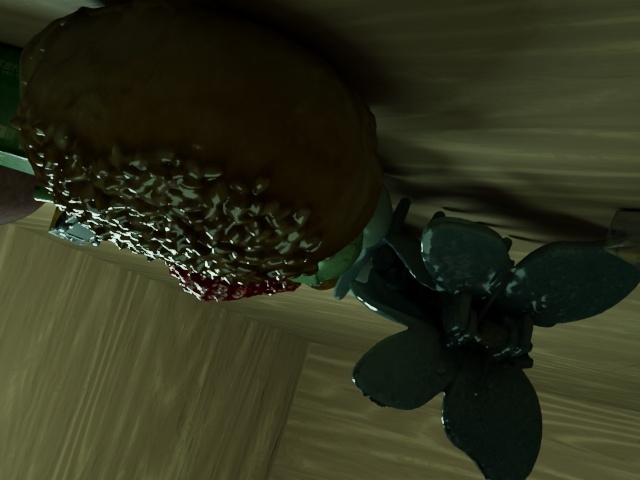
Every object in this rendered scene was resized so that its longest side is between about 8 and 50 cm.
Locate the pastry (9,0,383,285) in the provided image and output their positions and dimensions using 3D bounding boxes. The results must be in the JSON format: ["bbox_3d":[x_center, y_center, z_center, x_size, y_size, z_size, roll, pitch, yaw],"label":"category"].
[{"bbox_3d":[-0.132,-0.093,1.234,0.409,0.245,0.409,19,170,4],"label":"pastry"}]

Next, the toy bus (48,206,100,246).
[{"bbox_3d":[-0.419,-0.065,2.170,0.092,0.106,0.268,23,153,-26],"label":"toy bus"}]

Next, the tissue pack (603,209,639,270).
[{"bbox_3d":[0.430,0.016,1.400,0.148,0.060,0.109,26,168,-38],"label":"tissue pack"}]

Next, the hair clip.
[{"bbox_3d":[0.201,0.093,1.622,0.318,0.392,0.238,19,-163,-20],"label":"hair clip"}]

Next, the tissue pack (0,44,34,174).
[{"bbox_3d":[-0.392,-0.165,1.569,0.209,0.148,0.156,16,169,10],"label":"tissue pack"}]

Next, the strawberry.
[{"bbox_3d":[-0.137,0.052,1.826,0.236,0.111,0.190,16,163,-4],"label":"strawberry"}]

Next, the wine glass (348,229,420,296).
[{"bbox_3d":[0.157,0.064,1.925,0.321,0.143,0.143,24,169,-29],"label":"wine glass"}]

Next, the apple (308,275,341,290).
[{"bbox_3d":[-0.006,-0.003,1.739,0.146,0.147,0.163,21,139,-3],"label":"apple"}]

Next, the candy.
[{"bbox_3d":[-0.162,-0.027,1.469,0.440,0.119,0.119,8,168,12],"label":"candy"}]

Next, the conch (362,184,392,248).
[{"bbox_3d":[-0.010,-0.049,1.563,0.221,0.121,0.185,9,136,13],"label":"conch"}]

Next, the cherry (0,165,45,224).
[{"bbox_3d":[-0.516,-0.123,1.766,0.239,0.239,0.206,15,-172,14],"label":"cherry"}]
